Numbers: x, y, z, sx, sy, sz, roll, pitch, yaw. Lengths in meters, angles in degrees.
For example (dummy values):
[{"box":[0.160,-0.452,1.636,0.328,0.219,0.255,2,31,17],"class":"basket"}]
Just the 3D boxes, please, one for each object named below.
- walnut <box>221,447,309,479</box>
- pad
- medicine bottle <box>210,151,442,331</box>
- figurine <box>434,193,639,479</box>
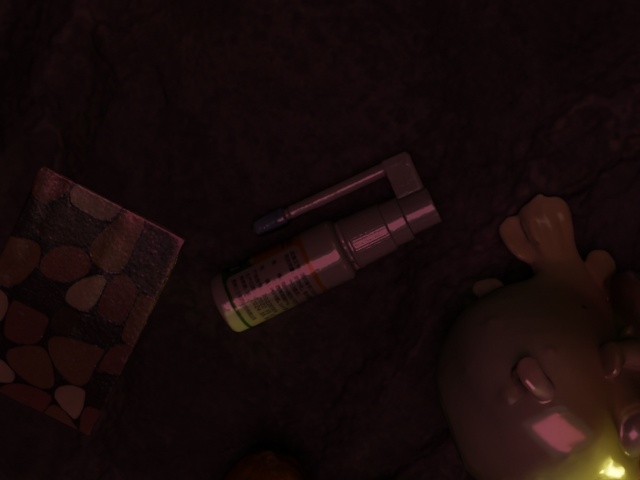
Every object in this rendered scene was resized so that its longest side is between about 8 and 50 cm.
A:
[{"box":[-0.058,0.300,0.910,0.116,0.116,0.207,6,98,2],"class":"walnut"},{"box":[-0.252,0.063,0.926,0.158,0.003,0.234,28,103,-3],"class":"pad"},{"box":[0.000,0.000,0.874,0.221,0.061,0.092,-26,81,7],"class":"medicine bottle"},{"box":[0.283,0.065,0.827,0.394,0.226,0.274,-23,72,2],"class":"figurine"}]
